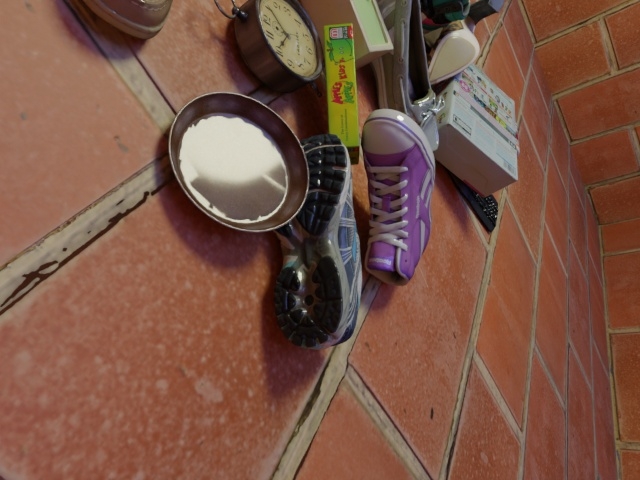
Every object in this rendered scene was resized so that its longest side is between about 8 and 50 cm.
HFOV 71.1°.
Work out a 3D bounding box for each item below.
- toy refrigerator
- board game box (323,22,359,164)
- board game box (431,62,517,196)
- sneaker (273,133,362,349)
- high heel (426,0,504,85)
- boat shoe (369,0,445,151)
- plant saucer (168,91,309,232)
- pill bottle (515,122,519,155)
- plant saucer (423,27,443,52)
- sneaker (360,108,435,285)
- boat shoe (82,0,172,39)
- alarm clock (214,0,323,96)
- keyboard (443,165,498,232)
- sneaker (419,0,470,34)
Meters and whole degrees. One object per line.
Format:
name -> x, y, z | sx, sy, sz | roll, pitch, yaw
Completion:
toy refrigerator -> 0.023, -0.429, 0.746 | 0.102, 0.094, 0.269 | -35, 105, -51
board game box -> 0.032, -0.213, 0.671 | 0.092, 0.043, 0.181 | 56, 31, -82
board game box -> 0.359, -0.286, 1.073 | 0.224, 0.098, 0.303 | 34, 52, -20
sneaker -> 0.000, 0.000, 0.582 | 0.122, 0.110, 0.282 | 38, 50, -61
high heel -> 0.297, -0.455, 1.063 | 0.093, 0.186, 0.261 | 40, 89, -19
boat shoe -> 0.173, -0.303, 0.855 | 0.118, 0.103, 0.320 | -43, 122, -39
plant saucer -> -0.091, -0.086, 0.507 | 0.169, 0.029, 0.168 | 13, 66, -32
pill bottle -> 0.579, -0.328, 1.418 | 0.086, 0.086, 0.151 | 37, 51, -39
plant saucer -> 0.246, -0.595, 1.130 | 0.278, 0.041, 0.277 | 23, 60, -46
sneaker -> 0.110, -0.042, 0.670 | 0.161, 0.102, 0.282 | -62, 143, -35
boat shoe -> -0.180, -0.371, 0.455 | 0.122, 0.110, 0.340 | 15, 66, -49
alarm clock -> -0.069, -0.273, 0.598 | 0.192, 0.064, 0.129 | 17, 65, -51
keyboard -> 0.405, -0.180, 1.192 | 0.317, 0.033, 0.201 | 42, 47, -36
sneaker -> 0.206, -0.503, 0.903 | 0.296, 0.179, 0.123 | -10, 96, -41
